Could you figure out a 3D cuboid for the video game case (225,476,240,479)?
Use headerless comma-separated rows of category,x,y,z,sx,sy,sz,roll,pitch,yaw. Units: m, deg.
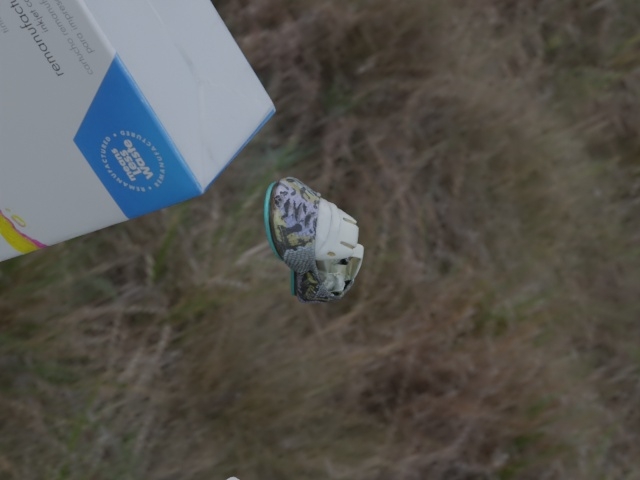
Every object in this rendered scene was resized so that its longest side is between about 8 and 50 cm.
video game case,-0.071,0.238,1.219,0.157,0.143,0.019,-26,129,-39

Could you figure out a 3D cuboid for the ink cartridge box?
ink cartridge box,-0.154,-0.065,0.784,0.134,0.231,0.078,58,39,-19

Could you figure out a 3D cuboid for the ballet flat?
ballet flat,0.000,0.000,0.794,0.114,0.041,0.041,72,9,-69
